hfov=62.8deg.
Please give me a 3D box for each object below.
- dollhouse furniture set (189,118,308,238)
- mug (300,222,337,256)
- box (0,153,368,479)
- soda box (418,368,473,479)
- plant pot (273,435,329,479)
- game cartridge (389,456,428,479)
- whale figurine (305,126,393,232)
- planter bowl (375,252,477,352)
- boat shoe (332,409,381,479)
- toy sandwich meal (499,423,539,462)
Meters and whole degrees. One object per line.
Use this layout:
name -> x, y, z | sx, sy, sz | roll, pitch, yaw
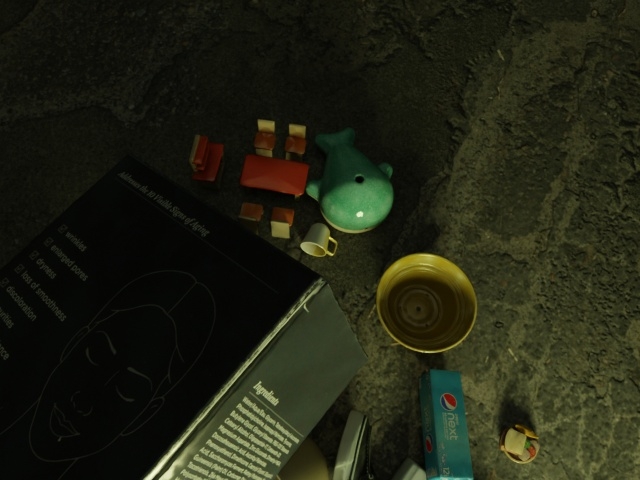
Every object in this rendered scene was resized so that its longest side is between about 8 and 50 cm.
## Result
dollhouse furniture set -> -0.160, -0.162, 1.221 | 0.259, 0.135, 0.261 | 9, 71, 1
mug -> -0.004, -0.001, 1.221 | 0.062, 0.078, 0.064 | 0, 57, 32
box -> -0.272, 0.186, 0.818 | 0.480, 0.297, 0.471 | 31, 72, 33
soda box -> 0.250, 0.374, 1.063 | 0.071, 0.067, 0.210 | 8, 59, -10
plant pot -> -0.092, 0.450, 0.964 | 0.191, 0.284, 0.284 | -12, 64, -54
game cartridge -> 0.231, 0.601, 1.019 | 0.297, 0.062, 0.198 | 38, 69, 10
whale figurine -> 0.069, -0.155, 1.225 | 0.216, 0.141, 0.271 | -13, 71, -6
planter bowl -> 0.224, 0.143, 1.155 | 0.217, 0.090, 0.217 | 1, 70, -1
boat shoe -> 0.078, 0.498, 0.994 | 0.119, 0.121, 0.335 | 5, 61, 8
toy sandwich meal -> 0.418, 0.423, 1.098 | 0.086, 0.029, 0.085 | 1, 71, -2
